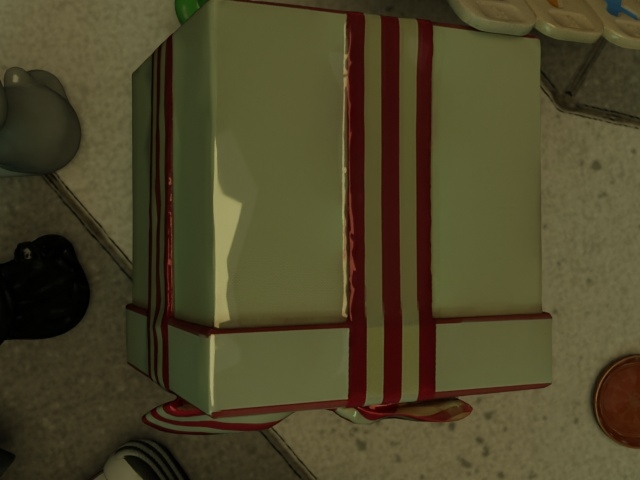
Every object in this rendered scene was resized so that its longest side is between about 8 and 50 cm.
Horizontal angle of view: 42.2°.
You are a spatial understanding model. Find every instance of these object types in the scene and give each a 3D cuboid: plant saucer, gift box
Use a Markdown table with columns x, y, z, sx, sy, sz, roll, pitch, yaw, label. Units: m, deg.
| x | y | z | sx | sy | sz | roll | pitch | yaw | label |
| --- | --- | --- | --- | --- | --- | --- | --- | --- | --- |
| 0.281 | 0.142 | 0.734 | 0.084 | 0.013 | 0.083 | 0 | 91 | -5 | plant saucer |
| 0.000 | 0.000 | 0.589 | 0.255 | 0.276 | 0.258 | 0 | 88 | -19 | gift box |

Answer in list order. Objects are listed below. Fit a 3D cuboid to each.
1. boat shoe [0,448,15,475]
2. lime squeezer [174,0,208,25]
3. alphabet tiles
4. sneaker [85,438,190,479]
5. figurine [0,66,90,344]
| x | y | z | sx | sy | sz | roll | pitch | yaw | label |
| --- | --- | --- | --- | --- | --- | --- | --- | --- | --- |
| -0.287 | 0.187 | 0.621 | 0.113 | 0.127 | 0.339 | -3 | 94 | -7 | boat shoe |
| -0.043 | -0.191 | 0.659 | 0.310 | 0.059 | 0.110 | 29 | 108 | -9 | lime squeezer |
| 0.118 | -0.228 | 0.598 | 0.284 | 0.021 | 0.278 | -2 | 51 | -27 | alphabet tiles |
| -0.131 | 0.314 | 0.662 | 0.163 | 0.106 | 0.281 | -33 | 85 | 1 | sneaker |
| -0.226 | -0.025 | 0.577 | 0.092 | 0.209 | 0.214 | -2 | 92 | -6 | figurine |
